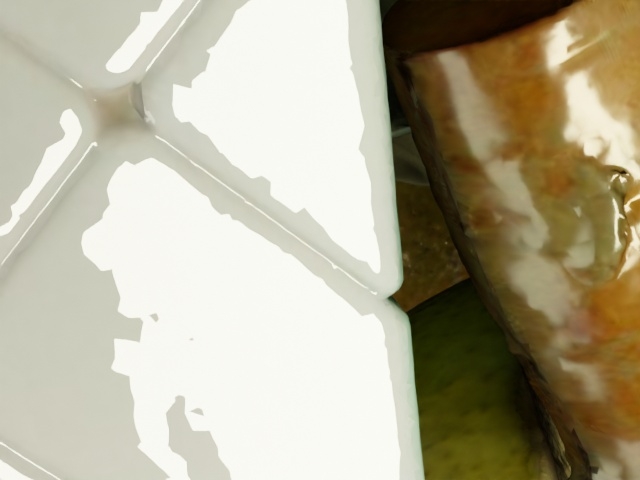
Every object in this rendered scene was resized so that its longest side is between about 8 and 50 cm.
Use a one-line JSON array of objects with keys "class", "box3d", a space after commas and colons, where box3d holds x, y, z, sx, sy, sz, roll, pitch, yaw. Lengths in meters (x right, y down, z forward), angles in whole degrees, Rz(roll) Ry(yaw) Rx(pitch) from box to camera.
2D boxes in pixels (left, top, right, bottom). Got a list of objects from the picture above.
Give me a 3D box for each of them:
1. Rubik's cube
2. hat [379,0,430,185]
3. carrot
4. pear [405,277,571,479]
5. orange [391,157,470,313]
[{"class": "Rubik's cube", "box3d": [-0.161, -0.068, 0.636, 0.316, 0.319, 0.322, -127, 28, -68]}, {"class": "hat", "box3d": [0.063, -0.083, 0.799, 0.166, 0.173, 0.144, 20, -154, 22]}, {"class": "carrot", "box3d": [0.132, 0.034, 0.600, 0.302, 0.139, 0.139, 62, 174, -18]}, {"class": "pear", "box3d": [0.058, 0.198, 0.799, 0.386, 0.191, 0.340, 37, -144, -76]}, {"class": "orange", "box3d": [0.065, -0.043, 1.017, 0.274, 0.274, 0.310, -140, 43, -76]}]
